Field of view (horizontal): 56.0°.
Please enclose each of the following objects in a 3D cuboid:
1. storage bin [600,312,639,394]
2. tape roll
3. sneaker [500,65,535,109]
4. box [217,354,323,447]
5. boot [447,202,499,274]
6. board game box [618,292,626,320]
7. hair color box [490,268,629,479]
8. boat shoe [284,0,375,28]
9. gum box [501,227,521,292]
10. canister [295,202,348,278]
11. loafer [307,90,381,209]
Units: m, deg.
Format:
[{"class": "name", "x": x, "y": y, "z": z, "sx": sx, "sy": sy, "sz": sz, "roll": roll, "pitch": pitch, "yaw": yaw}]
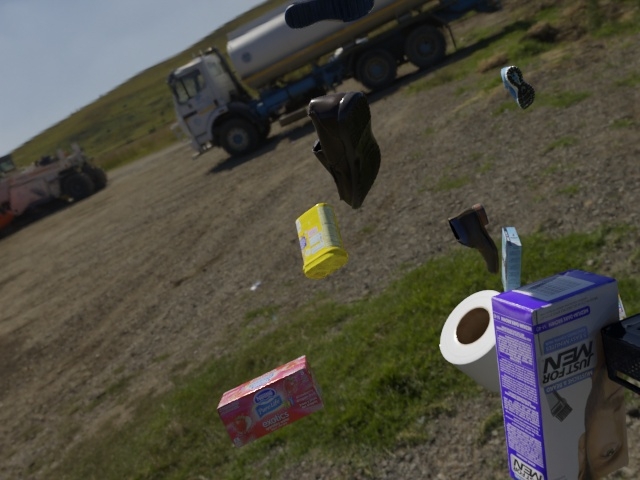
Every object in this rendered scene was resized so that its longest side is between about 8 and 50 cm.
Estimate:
[{"class": "storage bin", "x": 0.540, "y": 0.161, "z": 0.916, "sx": 0.180, "sy": 0.084, "sz": 0.122, "roll": -18, "pitch": 12, "yaw": -11}, {"class": "tape roll", "x": 0.490, "y": 0.289, "z": 1.731, "sx": 0.246, "sy": 0.169, "sz": 0.246, "roll": -42, "pitch": 23, "yaw": 23}, {"class": "sneaker", "x": 0.632, "y": -0.495, "z": 1.935, "sx": 0.063, "sy": 0.162, "sz": 0.073, "roll": -37, "pitch": 27, "yaw": 1}, {"class": "box", "x": -0.128, "y": 0.423, "z": 1.592, "sx": 0.256, "sy": 0.123, "sz": 0.128, "roll": -25, "pitch": 4, "yaw": 1}, {"class": "boot", "x": 0.455, "y": 0.009, "z": 1.787, "sx": 0.106, "sy": 0.219, "sz": 0.082, "roll": -18, "pitch": 4, "yaw": -3}, {"class": "board game box", "x": 0.587, "y": 0.161, "z": 1.245, "sx": 0.026, "sy": 0.104, "sz": 0.154, "roll": 16, "pitch": 35, "yaw": 3}, {"class": "hair color box", "x": 0.405, "y": 0.238, "z": 1.010, "sx": 0.185, "sy": 0.339, "sz": 0.110, "roll": -15, "pitch": 15, "yaw": -22}, {"class": "boat shoe", "x": 0.018, "y": -0.476, "z": 1.214, "sx": 0.183, "sy": 0.066, "sz": 0.066, "roll": -6, "pitch": 33, "yaw": 7}, {"class": "gum box", "x": 0.574, "y": 0.073, "z": 1.813, "sx": 0.041, "sy": 0.185, "sz": 0.157, "roll": -1, "pitch": 20, "yaw": 11}, {"class": "canister", "x": 0.000, "y": 0.000, "z": 1.609, "sx": 0.126, "sy": 0.170, "sz": 0.073, "roll": -34, "pitch": -37, "yaw": 32}, {"class": "loafer", "x": 0.032, "y": -0.129, "z": 0.840, "sx": 0.078, "sy": 0.220, "sz": 0.080, "roll": 19, "pitch": 61, "yaw": 21}]
